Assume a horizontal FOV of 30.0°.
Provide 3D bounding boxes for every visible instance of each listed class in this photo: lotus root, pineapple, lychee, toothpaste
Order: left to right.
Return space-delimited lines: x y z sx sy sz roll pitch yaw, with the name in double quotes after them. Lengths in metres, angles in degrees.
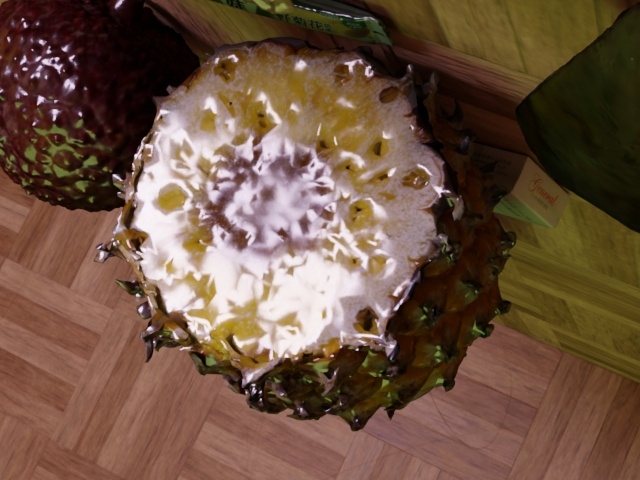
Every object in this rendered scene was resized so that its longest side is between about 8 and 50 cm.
-0.248 -0.149 1.274 0.260 0.261 0.260 25 174 3 "lychee"
-0.035 -0.195 0.973 0.204 0.031 0.049 20 173 21 "toothpaste"
0.001 0.003 1.076 0.352 0.352 0.300 23 170 21 "pineapple"
0.201 -0.053 0.564 0.210 0.142 0.314 39 171 12 "lotus root"

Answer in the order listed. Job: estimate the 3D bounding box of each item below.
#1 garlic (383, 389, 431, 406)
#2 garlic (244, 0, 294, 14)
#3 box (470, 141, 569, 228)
0.065 0.040 1.489 0.317 0.259 0.317 46 161 21 "garlic"
-0.031 -0.203 0.662 0.174 0.099 0.124 20 153 15 "garlic"
0.165 -0.064 1.219 0.152 0.048 0.100 23 172 42 "box"
